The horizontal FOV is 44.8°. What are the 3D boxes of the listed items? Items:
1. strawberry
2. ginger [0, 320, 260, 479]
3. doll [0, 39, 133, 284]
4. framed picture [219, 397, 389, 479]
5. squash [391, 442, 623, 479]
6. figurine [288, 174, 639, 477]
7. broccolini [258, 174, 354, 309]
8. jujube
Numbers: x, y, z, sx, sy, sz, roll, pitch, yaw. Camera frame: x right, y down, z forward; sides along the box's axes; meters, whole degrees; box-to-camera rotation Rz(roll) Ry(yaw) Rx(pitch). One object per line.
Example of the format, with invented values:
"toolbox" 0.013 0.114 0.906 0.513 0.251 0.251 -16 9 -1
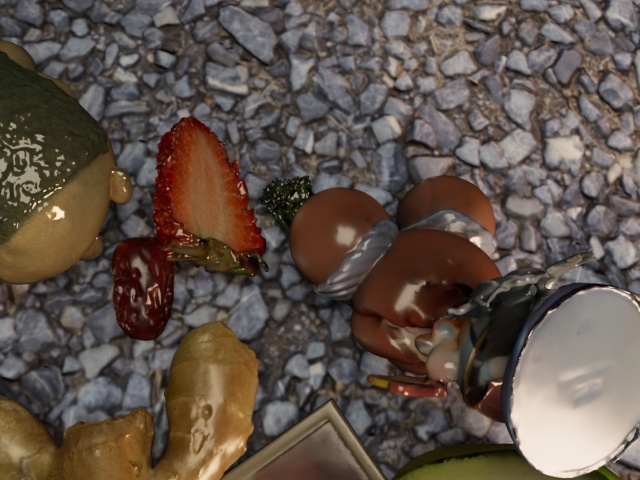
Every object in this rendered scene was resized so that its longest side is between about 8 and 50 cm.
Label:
"strawberry" -0.148 -0.043 0.990 0.167 0.087 0.208 25 44 -35
"ginger" -0.218 0.289 0.874 0.363 0.122 0.348 -11 66 -16
"doll" -0.387 -0.119 0.908 0.349 0.247 0.247 39 76 4
"framed picture" -0.044 0.356 0.916 0.289 0.020 0.211 -35 86 0
"squash" 0.224 0.336 0.838 0.210 0.309 0.233 -17 81 -10
"figurine" 0.149 0.067 0.861 0.277 0.388 0.248 -5 102 -25
"broccolini" 0.000 0.001 1.008 0.074 0.058 0.201 -36 84 -6
"jujube" -0.218 0.059 0.961 0.077 0.077 0.129 -3 84 -8
